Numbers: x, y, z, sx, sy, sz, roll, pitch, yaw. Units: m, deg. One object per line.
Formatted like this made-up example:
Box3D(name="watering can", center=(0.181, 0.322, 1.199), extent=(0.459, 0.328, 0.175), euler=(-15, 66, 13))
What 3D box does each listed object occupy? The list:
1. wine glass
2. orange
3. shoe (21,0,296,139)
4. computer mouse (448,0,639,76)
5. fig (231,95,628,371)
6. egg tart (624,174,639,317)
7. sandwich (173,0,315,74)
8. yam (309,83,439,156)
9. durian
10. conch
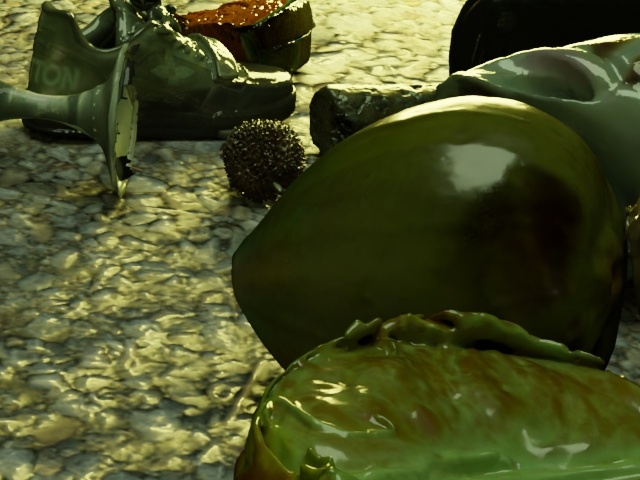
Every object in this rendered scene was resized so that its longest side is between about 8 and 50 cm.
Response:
Box3D(name="wine glass", center=(-0.316, -0.120, 1.575), extent=(0.321, 0.143, 0.143), euler=(7, 22, 0))
Box3D(name="orange", center=(0.103, 0.173, 0.911), extent=(0.263, 0.196, 0.334), euler=(-20, 27, -21))
Box3D(name="shoe", center=(-0.151, -0.183, 1.757), extent=(0.293, 0.149, 0.109), euler=(-7, 24, -28))
Box3D(name="computer mouse", center=(0.266, -0.208, 1.898), extent=(0.269, 0.170, 0.100), euler=(-1, 33, -15))
Box3D(name="fig", center=(0.070, 0.020, 1.214), extent=(0.271, 0.239, 0.239), euler=(4, 21, 19))
Box3D(name="egg tart", center=(0.300, 0.041, 1.208), extent=(0.150, 0.352, 0.352), euler=(-25, 13, 21))
Box3D(name="sandwich", center=(-0.075, -0.219, 1.953), extent=(0.159, 0.079, 0.235), euler=(-13, 16, -9))
Box3D(name="yam", center=(0.076, -0.117, 1.755), extent=(0.179, 0.078, 0.078), euler=(-2, 24, -26))
Box3D(name="durian", center=(-0.048, -0.070, 1.618), extent=(0.080, 0.080, 0.091), euler=(-6, 42, -28))
Box3D(name="conch", center=(0.272, -0.052, 1.507), extent=(0.368, 0.197, 0.249), euler=(17, 60, 7))
